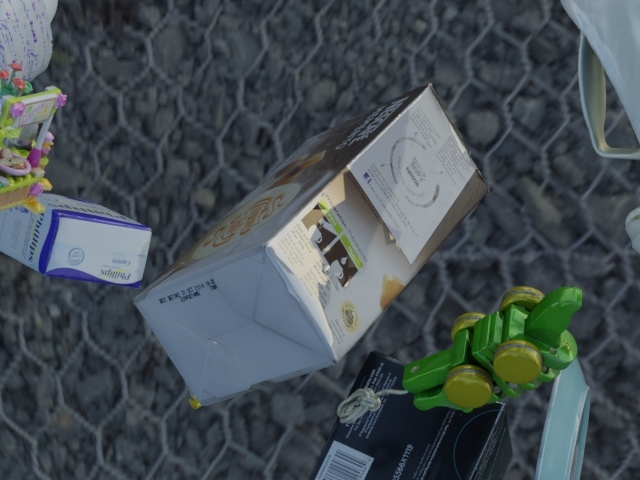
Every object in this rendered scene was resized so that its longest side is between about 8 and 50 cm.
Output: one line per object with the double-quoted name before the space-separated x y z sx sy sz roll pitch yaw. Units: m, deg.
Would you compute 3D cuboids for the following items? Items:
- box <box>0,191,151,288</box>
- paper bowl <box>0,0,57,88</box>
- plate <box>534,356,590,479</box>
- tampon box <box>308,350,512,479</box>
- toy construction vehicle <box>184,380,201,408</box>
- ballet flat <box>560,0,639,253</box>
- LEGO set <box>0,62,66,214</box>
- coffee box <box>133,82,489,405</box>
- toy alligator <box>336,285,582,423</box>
"box" -0.277 -0.004 1.769 0.126 0.137 0.072 10 99 -41
"paper bowl" -0.406 -0.296 1.785 0.148 0.284 0.284 -40 83 -28
"plate" 0.178 0.169 1.184 0.024 0.188 0.188 8 74 14
"tampon box" 0.066 0.169 1.143 0.101 0.161 0.120 22 74 16
"toy construction vehicle" -0.116 0.132 1.780 0.086 0.098 0.035 -33 46 -32
"ballet flat" 0.314 -0.069 1.412 0.139 0.139 0.400 -19 93 -12
"LEGO set" -0.263 -0.101 1.295 0.132 0.287 0.107 23 112 -5
"coffee box" 0.000 0.000 1.153 0.098 0.141 0.246 58 43 -13
"toy alligator" 0.094 0.082 0.978 0.051 0.189 0.056 41 37 -24
